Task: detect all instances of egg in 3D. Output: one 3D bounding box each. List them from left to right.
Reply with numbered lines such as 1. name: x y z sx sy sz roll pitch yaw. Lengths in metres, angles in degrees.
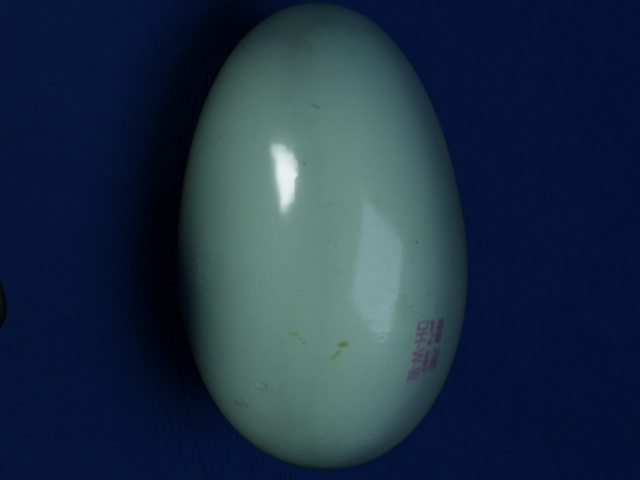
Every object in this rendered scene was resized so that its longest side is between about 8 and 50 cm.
1. egg: 0.000 0.000 1.218 0.230 0.230 0.371 -17 110 -44

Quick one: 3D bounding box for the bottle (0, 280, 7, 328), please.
1. bottle: -0.268 -0.049 1.017 0.096 0.079 0.254 -82 163 -59
